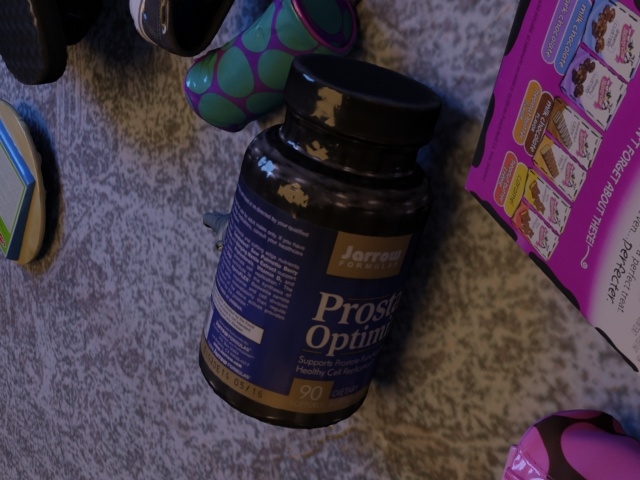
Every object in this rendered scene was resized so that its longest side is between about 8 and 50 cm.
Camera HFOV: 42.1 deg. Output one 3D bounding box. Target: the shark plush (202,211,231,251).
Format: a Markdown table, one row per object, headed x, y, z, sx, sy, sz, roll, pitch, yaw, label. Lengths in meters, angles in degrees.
| x | y | z | sx | sy | sz | roll | pitch | yaw | label |
| --- | --- | --- | --- | --- | --- | --- | --- | --- | --- |
| -0.047 | -0.017 | 0.665 | 0.161 | 0.073 | 0.067 | 168 | 115 | -69 | shark plush |

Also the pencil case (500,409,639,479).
| x | y | z | sx | sy | sz | roll | pitch | yaw | label |
| --- | --- | --- | --- | --- | --- | --- | --- | --- | --- |
| 0.157 | 0.155 | 0.352 | 0.209 | 0.098 | 0.095 | -138 | 58 | -60 | pencil case |

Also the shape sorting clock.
| x | y | z | sx | sy | sz | roll | pitch | yaw | label |
| --- | --- | --- | --- | --- | --- | --- | --- | --- | --- |
| -0.386 | -0.072 | 1.033 | 0.206 | 0.040 | 0.206 | 11 | 106 | 45 | shape sorting clock |

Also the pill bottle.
| x | y | z | sx | sy | sz | roll | pitch | yaw | label |
| --- | --- | --- | --- | --- | --- | --- | --- | --- | --- |
| 0.000 | 0.000 | 0.535 | 0.123 | 0.122 | 0.219 | 38 | 123 | 40 | pill bottle |

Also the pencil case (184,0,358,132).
| x | y | z | sx | sy | sz | roll | pitch | yaw | label |
| --- | --- | --- | --- | --- | --- | --- | --- | --- | --- |
| -0.039 | -0.136 | 0.607 | 0.151 | 0.064 | 0.070 | -26 | 88 | 47 | pencil case |

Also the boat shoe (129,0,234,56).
| x | y | z | sx | sy | sz | roll | pitch | yaw | label |
| --- | --- | --- | --- | --- | --- | --- | --- | --- | --- |
| -0.067 | -0.237 | 0.591 | 0.076 | 0.080 | 0.228 | 45 | 110 | 42 | boat shoe |

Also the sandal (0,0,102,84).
| x | y | z | sx | sy | sz | roll | pitch | yaw | label |
| --- | --- | --- | --- | --- | --- | --- | --- | --- | --- |
| -0.303 | -0.285 | 0.865 | 0.446 | 0.107 | 0.168 | 43 | 141 | 53 | sandal |

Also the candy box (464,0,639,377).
| x | y | z | sx | sy | sz | roll | pitch | yaw | label |
| --- | --- | --- | --- | --- | --- | --- | --- | --- | --- |
| 0.169 | -0.010 | 0.339 | 0.233 | 0.071 | 0.159 | 54 | 155 | 30 | candy box |
